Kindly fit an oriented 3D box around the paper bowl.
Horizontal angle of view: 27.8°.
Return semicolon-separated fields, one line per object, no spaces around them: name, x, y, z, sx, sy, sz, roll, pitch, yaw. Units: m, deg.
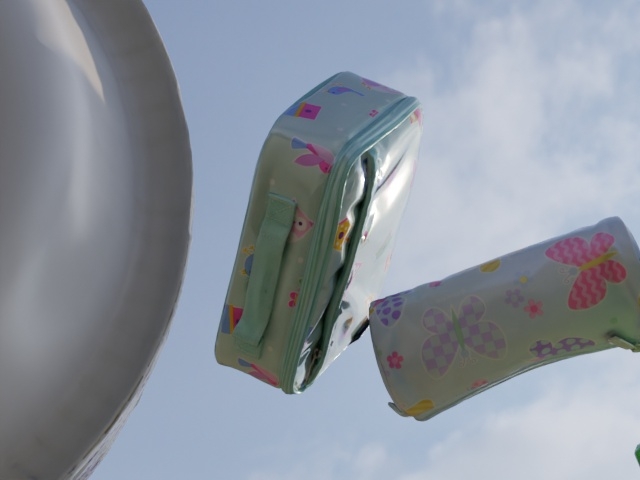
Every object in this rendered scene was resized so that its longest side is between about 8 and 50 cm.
paper bowl;-0.182;-0.020;0.416;0.284;0.284;0.148;21;-23;-6

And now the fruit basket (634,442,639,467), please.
fruit basket;0.404;0.129;0.877;0.392;0.283;0.392;1;-76;5

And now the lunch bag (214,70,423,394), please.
lunch bag;0.000;0.000;1.198;0.107;0.224;0.279;20;-61;14

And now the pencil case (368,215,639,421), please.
pencil case;0.181;0.074;1.200;0.273;0.113;0.124;-19;-88;11
